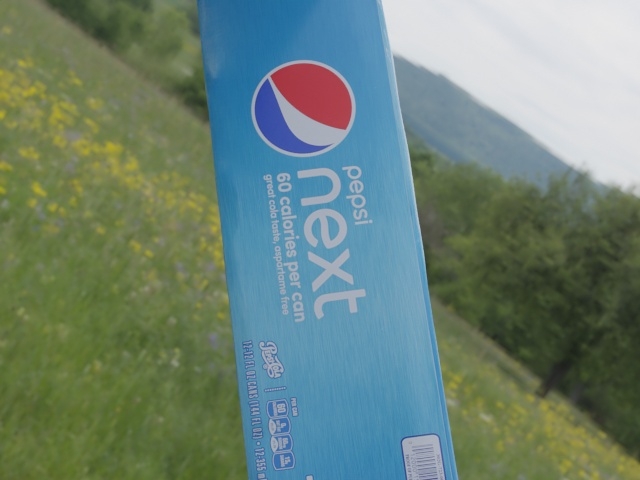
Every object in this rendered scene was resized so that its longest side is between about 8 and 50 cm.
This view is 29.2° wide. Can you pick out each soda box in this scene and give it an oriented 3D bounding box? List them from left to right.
[{"bbox_3d":[0.000,0.000,0.437,0.067,0.210,0.071,-7,-17,0],"label":"soda box"}]
